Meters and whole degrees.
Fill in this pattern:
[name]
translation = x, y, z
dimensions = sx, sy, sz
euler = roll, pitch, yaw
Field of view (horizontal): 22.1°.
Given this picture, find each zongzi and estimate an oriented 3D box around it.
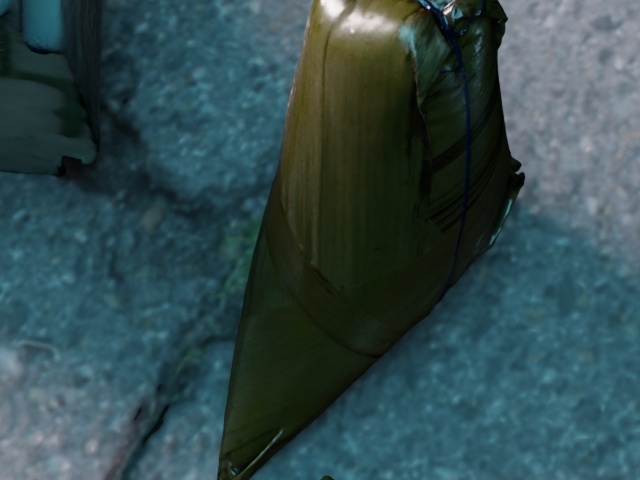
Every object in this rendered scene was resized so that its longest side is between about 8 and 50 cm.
[zongzi]
translation = 0.000, 0.000, 0.949
dimensions = 0.123, 0.260, 0.289
euler = 33, 72, 22

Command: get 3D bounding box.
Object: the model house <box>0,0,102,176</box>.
[model house]
translation = -0.241, -0.235, 1.026
dimensions = 0.252, 0.295, 0.329
euler = 8, 73, 1

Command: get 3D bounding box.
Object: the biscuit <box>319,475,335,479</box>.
[biscuit]
translation = 0.037, 0.285, 0.969
dimensions = 0.232, 0.013, 0.237
euler = 25, 73, 11
